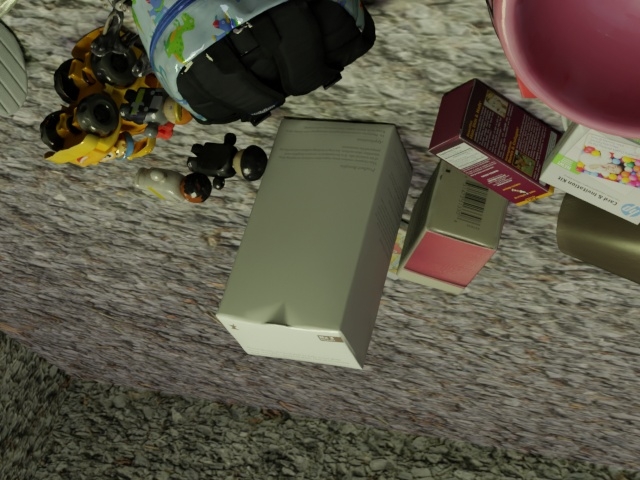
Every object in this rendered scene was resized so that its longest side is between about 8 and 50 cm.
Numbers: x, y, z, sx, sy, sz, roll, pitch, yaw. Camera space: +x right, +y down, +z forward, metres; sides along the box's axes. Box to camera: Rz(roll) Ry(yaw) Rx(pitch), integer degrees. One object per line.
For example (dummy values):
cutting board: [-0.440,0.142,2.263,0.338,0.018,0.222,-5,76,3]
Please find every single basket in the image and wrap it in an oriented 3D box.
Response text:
basket: [0.495,-0.013,1.602,0.227,0.154,0.204,15,124,35]

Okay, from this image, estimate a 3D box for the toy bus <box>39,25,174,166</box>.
toy bus: [-0.325,-0.203,1.691,0.149,0.220,0.211,-11,150,43]

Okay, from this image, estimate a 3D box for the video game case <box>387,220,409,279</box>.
video game case: [0.122,0.007,2.087,0.206,0.026,0.227,25,155,-18]

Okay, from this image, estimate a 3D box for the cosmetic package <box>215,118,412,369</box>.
cosmetic package: [0.000,0.000,1.699,0.217,0.385,0.156,7,155,22]

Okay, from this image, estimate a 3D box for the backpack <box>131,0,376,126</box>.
backpack: [-0.096,-0.273,1.243,0.290,0.273,0.355,-24,-170,9]

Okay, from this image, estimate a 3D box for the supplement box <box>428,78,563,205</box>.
supplement box: [0.265,-0.144,1.553,0.188,0.104,0.081,28,155,-23]

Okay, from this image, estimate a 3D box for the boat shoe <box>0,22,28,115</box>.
boat shoe: [-0.607,-0.344,1.716,0.119,0.121,0.335,15,150,30]

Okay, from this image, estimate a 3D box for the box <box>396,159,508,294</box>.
box: [0.229,-0.022,1.794,0.127,0.148,0.232,17,158,-2]

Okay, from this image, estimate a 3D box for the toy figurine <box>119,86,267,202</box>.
toy figurine: [-0.194,-0.168,1.643,0.148,0.209,0.213,9,115,32]

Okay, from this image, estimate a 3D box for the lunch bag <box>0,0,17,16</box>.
lunch bag: [-0.538,-0.412,1.428,0.287,0.169,0.235,-13,144,42]

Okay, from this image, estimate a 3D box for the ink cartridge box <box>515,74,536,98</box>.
ink cartridge box: [0.313,-0.284,1.195,0.197,0.114,0.273,5,153,24]

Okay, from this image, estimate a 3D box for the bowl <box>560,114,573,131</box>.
bowl: [0.462,-0.122,1.379,0.298,0.134,0.298,12,147,8]

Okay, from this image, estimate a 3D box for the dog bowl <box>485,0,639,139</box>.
dog bowl: [0.335,-0.255,0.953,0.408,0.150,0.408,7,142,5]

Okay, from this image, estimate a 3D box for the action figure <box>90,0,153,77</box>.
action figure: [-0.254,-0.363,1.382,0.164,0.141,0.275,20,140,12]

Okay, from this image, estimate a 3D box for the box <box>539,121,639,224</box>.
box: [0.377,-0.111,1.283,0.145,0.038,0.186,25,146,-1]
